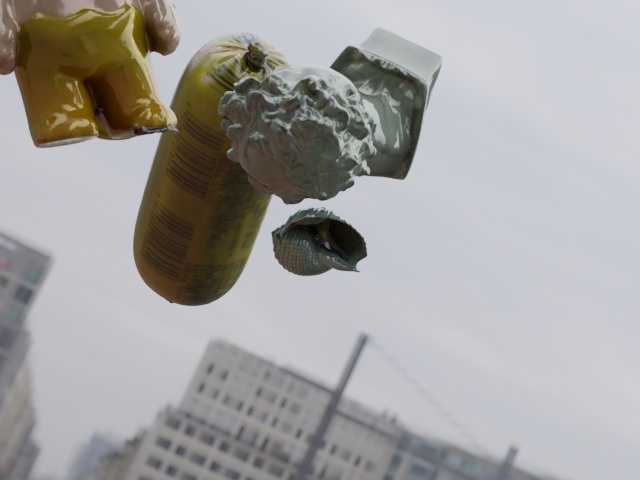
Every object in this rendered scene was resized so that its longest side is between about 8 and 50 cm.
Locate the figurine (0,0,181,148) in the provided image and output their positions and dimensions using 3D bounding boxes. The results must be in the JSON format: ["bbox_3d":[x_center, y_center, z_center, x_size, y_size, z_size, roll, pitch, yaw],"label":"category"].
[{"bbox_3d":[-0.116,-0.165,0.777,0.156,0.246,0.131,-6,1,-20],"label":"figurine"}]

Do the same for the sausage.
[{"bbox_3d":[-0.104,-0.063,1.710,0.123,0.123,0.347,24,-50,2],"label":"sausage"}]

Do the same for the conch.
[{"bbox_3d":[-0.001,-0.003,1.592,0.085,0.057,0.076,6,-50,-9],"label":"conch"}]

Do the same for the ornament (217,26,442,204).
[{"bbox_3d":[0.024,-0.106,1.571,0.130,0.120,0.285,30,25,23],"label":"ornament"}]
